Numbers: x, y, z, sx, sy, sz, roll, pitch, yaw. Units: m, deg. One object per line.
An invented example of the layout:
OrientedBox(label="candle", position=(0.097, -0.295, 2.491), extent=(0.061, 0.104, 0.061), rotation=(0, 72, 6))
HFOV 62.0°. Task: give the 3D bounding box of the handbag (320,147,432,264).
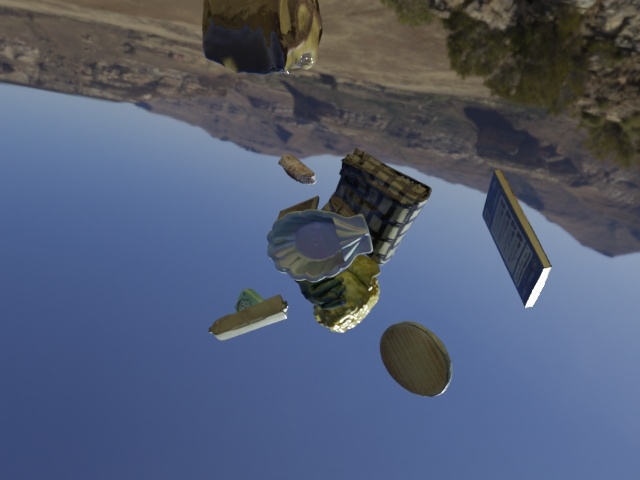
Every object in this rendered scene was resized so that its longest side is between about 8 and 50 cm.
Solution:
OrientedBox(label="handbag", position=(0.185, -0.127, 1.926), extent=(0.327, 0.325, 0.162), rotation=(36, -142, 14))

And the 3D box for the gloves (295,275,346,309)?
OrientedBox(label="gloves", position=(-0.002, 0.145, 1.630), extent=(0.135, 0.107, 0.268), rotation=(30, 173, -31))

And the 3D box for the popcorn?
OrientedBox(label="popcorn", position=(0.105, 0.193, 1.865), extent=(0.174, 0.286, 0.225), rotation=(40, 179, 25))

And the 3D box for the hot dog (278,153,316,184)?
OrientedBox(label="hot dog", position=(-0.092, -0.283, 2.148), extent=(0.192, 0.053, 0.099), rotation=(40, -137, 24))

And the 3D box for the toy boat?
OrientedBox(label="toy boat", position=(0.000, 0.000, 1.417), extent=(0.290, 0.199, 0.100), rotation=(-9, -162, 25))

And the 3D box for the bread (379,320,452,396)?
OrientedBox(label="bread", position=(0.300, 0.372, 1.677), extent=(0.267, 0.267, 0.040), rotation=(22, -147, 38))

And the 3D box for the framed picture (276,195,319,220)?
OrientedBox(label="framed picture", position=(-0.099, -0.096, 2.180), extent=(0.192, 0.018, 0.265), rotation=(-22, -158, 14))

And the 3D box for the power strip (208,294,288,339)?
OrientedBox(label="power strip", position=(-0.240, 0.264, 1.786), extent=(0.286, 0.048, 0.080), rotation=(-21, -139, 6))

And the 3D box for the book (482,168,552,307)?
OrientedBox(label="book", position=(0.695, -0.007, 1.925), extent=(0.039, 0.300, 0.428), rotation=(-13, -122, -1))

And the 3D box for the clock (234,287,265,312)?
OrientedBox(label="clock", position=(-0.260, 0.246, 1.911), extent=(0.101, 0.135, 0.041), rotation=(38, -159, 22))

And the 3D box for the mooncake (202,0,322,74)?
OrientedBox(label="mooncake", position=(-0.145, -0.563, 1.420), extent=(0.246, 0.394, 0.393), rotation=(6, 151, 14))
